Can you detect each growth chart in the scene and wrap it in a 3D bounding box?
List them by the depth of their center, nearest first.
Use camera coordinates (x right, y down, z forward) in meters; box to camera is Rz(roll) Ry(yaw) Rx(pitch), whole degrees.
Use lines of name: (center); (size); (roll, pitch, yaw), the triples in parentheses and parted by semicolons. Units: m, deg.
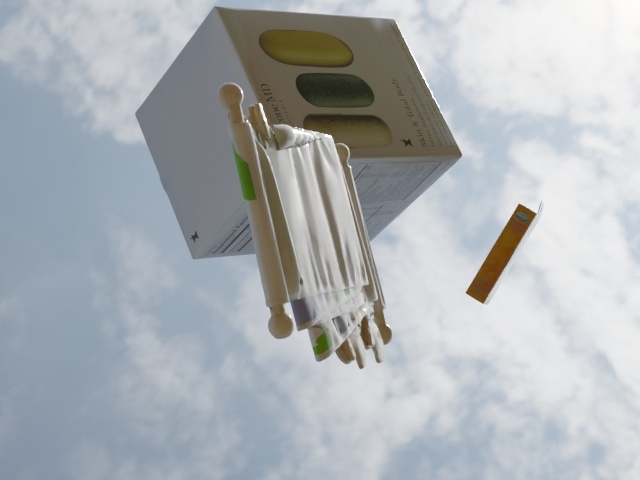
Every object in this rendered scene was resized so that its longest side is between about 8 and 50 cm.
growth chart: (0.000, 0.000, 0.806); (0.237, 0.021, 0.172); (11, -113, -72)

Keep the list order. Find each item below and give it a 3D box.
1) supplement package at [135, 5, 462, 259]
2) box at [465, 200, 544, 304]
supplement package: (-0.026, -0.119, 1.400); (0.262, 0.198, 0.199); (-5, -118, -41)
box: (0.215, 0.010, 1.447); (0.028, 0.081, 0.136); (29, -88, 12)
